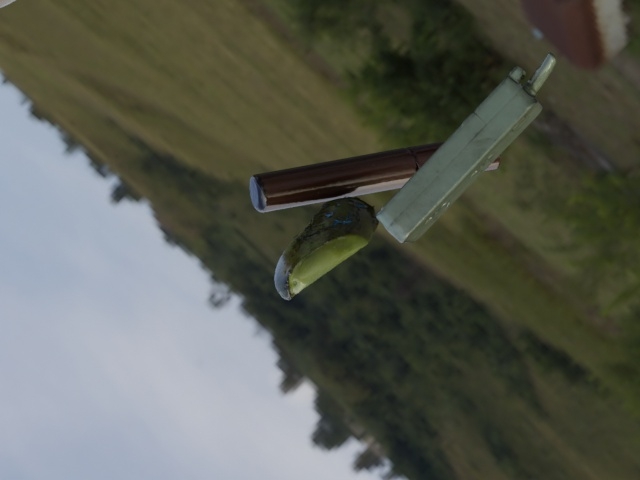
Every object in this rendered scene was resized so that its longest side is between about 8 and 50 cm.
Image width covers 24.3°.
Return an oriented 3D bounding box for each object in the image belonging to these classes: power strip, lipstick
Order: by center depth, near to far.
[{"bbox_3d":[0.186,-0.114,1.795,0.053,0.288,0.093,46,-170,11],"label":"power strip"},{"bbox_3d":[0.077,-0.094,2.054,0.057,0.357,0.057,170,90,-74],"label":"lipstick"}]

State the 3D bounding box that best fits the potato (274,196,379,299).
[{"bbox_3d":[0.000,0.000,1.960,0.119,0.198,0.054,3,129,53],"label":"potato"}]

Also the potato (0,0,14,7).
[{"bbox_3d":[-0.470,-0.362,1.826,0.239,0.116,0.299,7,-145,-40],"label":"potato"}]
